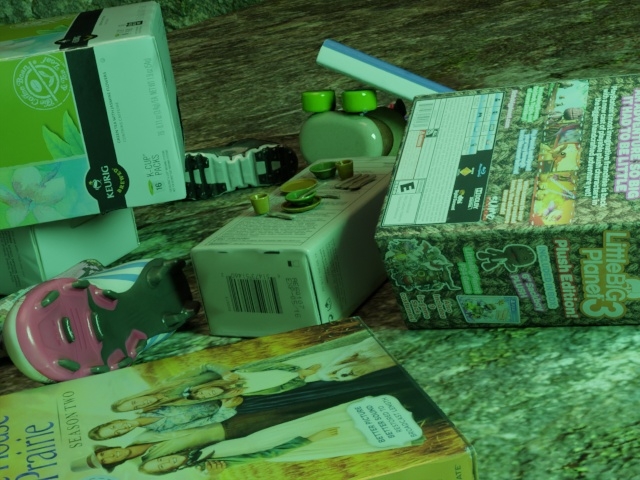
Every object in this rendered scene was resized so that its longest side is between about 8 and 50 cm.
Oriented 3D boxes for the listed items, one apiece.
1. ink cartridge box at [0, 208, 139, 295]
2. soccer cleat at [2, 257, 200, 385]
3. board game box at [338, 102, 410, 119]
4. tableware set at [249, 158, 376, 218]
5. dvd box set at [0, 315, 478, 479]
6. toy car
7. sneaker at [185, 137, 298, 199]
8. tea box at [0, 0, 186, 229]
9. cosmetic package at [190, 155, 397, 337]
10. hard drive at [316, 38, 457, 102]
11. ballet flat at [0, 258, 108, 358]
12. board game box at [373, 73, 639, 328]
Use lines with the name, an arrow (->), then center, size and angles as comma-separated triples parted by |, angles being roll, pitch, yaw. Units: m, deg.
ink cartridge box -> -0.426, -0.012, 1.600 | 0.273, 0.114, 0.197 | 2, 22, 33
soccer cleat -> -0.251, 0.096, 1.191 | 0.143, 0.116, 0.331 | -19, 0, 21
board game box -> 0.087, -0.233, 2.061 | 0.168, 0.033, 0.133 | -20, 21, -23
tableware set -> -0.017, -0.066, 1.328 | 0.154, 0.024, 0.104 | -28, 25, -38
dvd box set -> -0.119, 0.181, 0.940 | 0.420, 0.062, 0.307 | -12, 19, -12
toy car -> 0.074, -0.157, 1.698 | 0.149, 0.155, 0.188 | 5, 16, 38
sneaker -> -0.154, -0.119, 1.818 | 0.234, 0.078, 0.106 | -8, 16, -2
tea box -> -0.356, -0.172, 1.510 | 0.323, 0.220, 0.329 | -11, 20, -4
cosmetic package -> 0.000, 0.000, 1.339 | 0.160, 0.113, 0.309 | 1, 22, 31
hard drive -> 0.164, -0.213, 1.654 | 0.318, 0.040, 0.210 | 24, 9, 9
ballet flat -> -0.322, 0.088, 1.345 | 0.079, 0.077, 0.221 | 24, 35, 28
board game box -> 0.230, -0.041, 1.171 | 0.291, 0.141, 0.232 | -3, 44, 22
